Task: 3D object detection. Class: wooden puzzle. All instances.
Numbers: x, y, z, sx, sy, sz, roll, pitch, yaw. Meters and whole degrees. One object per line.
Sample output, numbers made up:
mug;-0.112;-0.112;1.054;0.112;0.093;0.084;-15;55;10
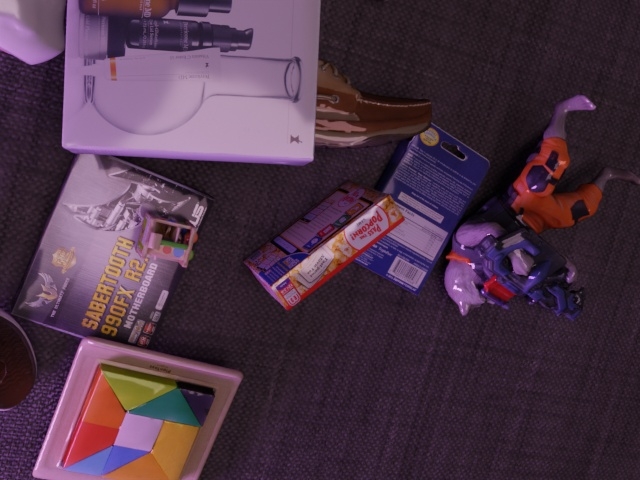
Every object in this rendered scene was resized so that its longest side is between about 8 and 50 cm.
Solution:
wooden puzzle;-0.242;0.250;1.124;0.221;0.044;0.239;17;111;-23

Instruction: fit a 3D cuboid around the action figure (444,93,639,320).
action figure;0.318;-0.015;1.267;0.330;0.178;0.341;-46;141;2

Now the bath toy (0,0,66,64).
bath toy;-0.336;-0.271;0.841;0.151;0.348;0.129;29;90;-38

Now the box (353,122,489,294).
box;0.140;-0.048;1.227;0.136;0.036;0.225;29;93;-23

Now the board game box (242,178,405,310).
board game box;0.000;0.000;1.130;0.193;0.147;0.045;-38;111;-8

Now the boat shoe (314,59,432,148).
boat shoe;-0.008;-0.178;1.102;0.324;0.122;0.120;-6;99;-18

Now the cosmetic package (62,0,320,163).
cosmetic package;-0.143;-0.283;0.982;0.284;0.097;0.377;2;91;-10

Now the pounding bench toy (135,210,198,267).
pounding bench toy;-0.184;0.002;1.037;0.065;0.083;0.052;13;96;-21

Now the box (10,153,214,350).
box;-0.266;0.014;1.087;0.183;0.056;0.231;23;93;-23

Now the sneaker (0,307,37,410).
sneaker;-0.455;0.093;1.028;0.106;0.123;0.290;-45;134;-22
